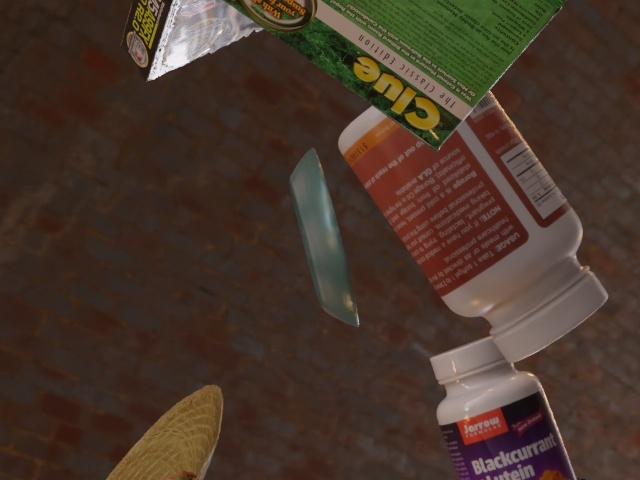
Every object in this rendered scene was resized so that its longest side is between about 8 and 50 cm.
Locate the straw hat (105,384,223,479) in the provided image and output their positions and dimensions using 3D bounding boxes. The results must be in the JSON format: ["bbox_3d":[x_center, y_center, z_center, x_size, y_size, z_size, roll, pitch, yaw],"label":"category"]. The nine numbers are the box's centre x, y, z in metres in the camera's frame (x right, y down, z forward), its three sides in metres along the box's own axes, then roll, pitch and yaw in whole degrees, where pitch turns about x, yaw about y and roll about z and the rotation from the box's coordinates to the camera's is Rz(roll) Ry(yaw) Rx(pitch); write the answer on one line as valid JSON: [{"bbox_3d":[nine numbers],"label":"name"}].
[{"bbox_3d":[-0.062,0.136,0.531,0.061,0.144,0.144,39,-119,-13],"label":"straw hat"}]

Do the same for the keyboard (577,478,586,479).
[{"bbox_3d":[0.334,0.316,1.511,0.038,0.100,0.192,-65,-29,-19],"label":"keyboard"}]

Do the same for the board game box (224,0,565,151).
[{"bbox_3d":[-0.005,-0.166,0.684,0.259,0.136,0.030,35,-132,-4],"label":"board game box"}]

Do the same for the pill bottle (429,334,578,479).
[{"bbox_3d":[0.176,0.191,1.208,0.108,0.108,0.194,-14,-98,-46],"label":"pill bottle"}]

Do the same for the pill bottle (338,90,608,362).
[{"bbox_3d":[0.119,-0.021,0.945,0.121,0.121,0.216,-32,-94,-42],"label":"pill bottle"}]

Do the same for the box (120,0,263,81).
[{"bbox_3d":[-0.082,-0.305,1.399,0.270,0.216,0.060,-29,-105,-30],"label":"box"}]

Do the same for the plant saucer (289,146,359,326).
[{"bbox_3d":[0.000,0.000,0.804,0.021,0.119,0.119,-14,-73,-3],"label":"plant saucer"}]
